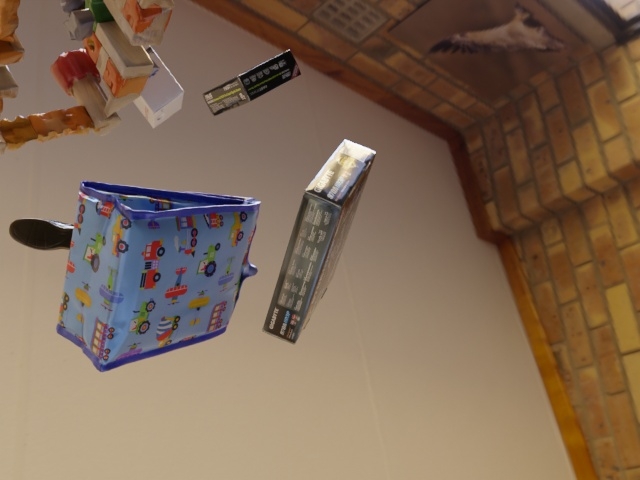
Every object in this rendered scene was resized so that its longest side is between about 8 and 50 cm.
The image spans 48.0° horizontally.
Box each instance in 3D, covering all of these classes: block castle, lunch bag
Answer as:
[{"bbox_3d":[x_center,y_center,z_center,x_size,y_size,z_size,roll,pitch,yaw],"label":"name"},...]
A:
[{"bbox_3d":[-0.438,-0.355,1.143,0.303,0.453,0.213,-22,-108,-38],"label":"block castle"},{"bbox_3d":[-0.202,0.043,1.039,0.293,0.138,0.221,-1,-69,-47],"label":"lunch bag"}]

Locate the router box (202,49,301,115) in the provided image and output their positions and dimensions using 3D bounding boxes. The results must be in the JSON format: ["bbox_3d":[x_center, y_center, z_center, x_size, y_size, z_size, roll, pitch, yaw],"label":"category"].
[{"bbox_3d":[-0.096,-0.216,0.992,0.092,0.122,0.038,-34,-74,-27],"label":"router box"}]

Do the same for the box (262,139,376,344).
[{"bbox_3d":[0.000,0.000,0.935,0.051,0.220,0.175,22,-147,7],"label":"box"}]

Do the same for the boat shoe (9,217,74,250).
[{"bbox_3d":[-0.478,-0.008,1.283,0.152,0.049,0.056,13,-93,-32],"label":"boat shoe"}]

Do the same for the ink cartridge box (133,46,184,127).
[{"bbox_3d":[-0.366,-0.338,1.456,0.082,0.139,0.190,-39,-84,-13],"label":"ink cartridge box"}]
